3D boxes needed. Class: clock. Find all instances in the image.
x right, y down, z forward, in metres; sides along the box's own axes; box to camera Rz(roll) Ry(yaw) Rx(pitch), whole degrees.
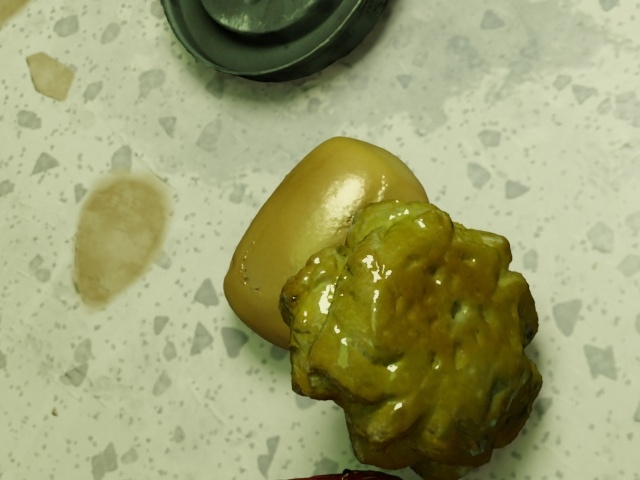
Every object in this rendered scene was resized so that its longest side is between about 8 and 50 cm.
[{"bbox_3d":[-0.041,-0.296,1.593,0.281,0.055,0.280,-8,75,31],"label":"clock"}]

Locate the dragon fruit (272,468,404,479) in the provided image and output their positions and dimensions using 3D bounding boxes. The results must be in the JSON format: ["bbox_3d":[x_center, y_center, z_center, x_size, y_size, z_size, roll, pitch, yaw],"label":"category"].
[{"bbox_3d":[-0.039,0.239,1.302,0.286,0.329,0.228,-35,57,10],"label":"dragon fruit"}]

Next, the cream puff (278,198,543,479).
[{"bbox_3d":[0.081,0.087,1.364,0.196,0.244,0.244,13,78,39],"label":"cream puff"}]

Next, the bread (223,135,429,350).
[{"bbox_3d":[0.000,0.000,1.486,0.147,0.098,0.217,33,89,24],"label":"bread"}]
